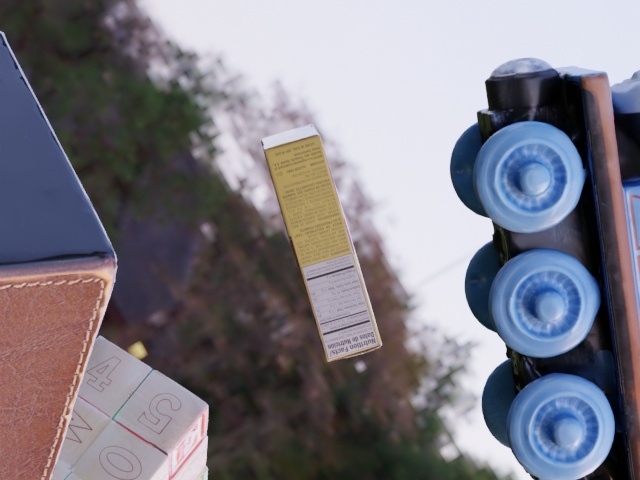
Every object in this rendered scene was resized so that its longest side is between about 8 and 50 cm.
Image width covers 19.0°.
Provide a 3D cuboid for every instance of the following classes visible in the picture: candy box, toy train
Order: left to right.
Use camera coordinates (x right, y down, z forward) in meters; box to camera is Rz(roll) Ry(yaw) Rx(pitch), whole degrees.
[{"bbox_3d":[0.000,0.000,1.614,0.109,0.053,0.186,-111,-174,-81],"label":"candy box"},{"bbox_3d":[0.113,0.016,0.749,0.080,0.105,0.184,-136,-143,-81],"label":"toy train"}]

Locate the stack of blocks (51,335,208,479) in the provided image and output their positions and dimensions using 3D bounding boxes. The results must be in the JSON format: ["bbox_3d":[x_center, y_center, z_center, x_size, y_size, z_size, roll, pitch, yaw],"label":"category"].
[{"bbox_3d":[-0.188,0.224,1.168,0.087,0.297,0.171,31,-30,14],"label":"stack of blocks"}]

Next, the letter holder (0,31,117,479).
[{"bbox_3d":[-0.264,0.048,0.758,0.152,0.302,0.214,58,-38,39],"label":"letter holder"}]
